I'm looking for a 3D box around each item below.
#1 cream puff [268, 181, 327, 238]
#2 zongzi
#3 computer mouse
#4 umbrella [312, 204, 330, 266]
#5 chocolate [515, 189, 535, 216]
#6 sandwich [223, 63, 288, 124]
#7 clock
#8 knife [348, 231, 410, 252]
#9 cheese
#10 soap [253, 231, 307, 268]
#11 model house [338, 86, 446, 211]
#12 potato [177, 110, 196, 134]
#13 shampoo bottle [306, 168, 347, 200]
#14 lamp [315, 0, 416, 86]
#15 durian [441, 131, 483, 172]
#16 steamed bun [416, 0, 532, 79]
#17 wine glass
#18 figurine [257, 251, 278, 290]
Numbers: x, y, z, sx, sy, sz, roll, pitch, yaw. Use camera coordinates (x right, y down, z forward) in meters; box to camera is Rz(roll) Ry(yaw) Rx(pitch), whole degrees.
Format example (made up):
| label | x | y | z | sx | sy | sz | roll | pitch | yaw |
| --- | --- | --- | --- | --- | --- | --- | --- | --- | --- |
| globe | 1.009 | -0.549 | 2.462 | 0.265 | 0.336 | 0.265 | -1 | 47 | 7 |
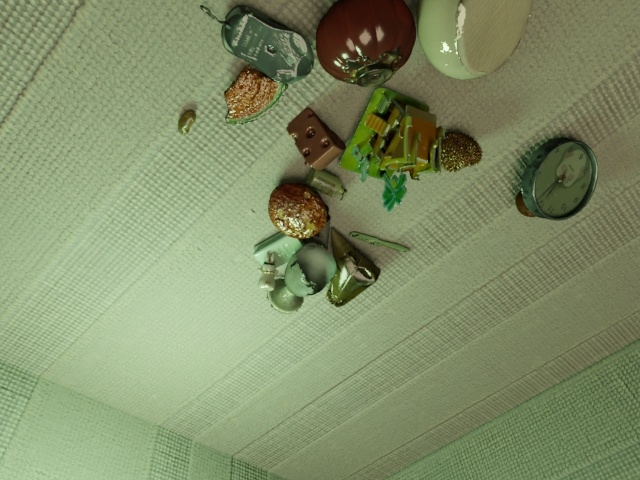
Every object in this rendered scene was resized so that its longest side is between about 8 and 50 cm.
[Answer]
| label | x | y | z | sx | sy | sz | roll | pitch | yaw |
| --- | --- | --- | --- | --- | --- | --- | --- | --- | --- |
| cream puff | -0.088 | -0.104 | 1.813 | 0.239 | 0.164 | 0.240 | 9 | 127 | 12 |
| zongzi | 0.070 | 0.123 | 2.067 | 0.300 | 0.145 | 0.273 | 43 | 120 | -11 |
| computer mouse | -0.192 | -0.629 | 1.490 | 0.379 | 0.090 | 0.167 | 26 | 121 | -17 |
| umbrella | 0.000 | 0.000 | 1.983 | 0.067 | 0.073 | 0.338 | 3 | 126 | -3 |
| chocolate | 0.843 | -0.161 | 1.920 | 0.127 | 0.124 | 0.133 | -2 | 139 | 41 |
| sandwich | -0.231 | -0.478 | 1.601 | 0.159 | 0.079 | 0.235 | 37 | 115 | -24 |
| clock | 0.922 | -0.231 | 1.846 | 0.318 | 0.066 | 0.319 | -6 | 108 | -17 |
| knife | 0.256 | 0.012 | 2.054 | 0.292 | 0.020 | 0.043 | 17 | 124 | -17 |
| cheese | 0.001 | -0.337 | 1.717 | 0.128 | 0.203 | 0.177 | -40 | 152 | 17 |
| soap | -0.166 | 0.036 | 1.996 | 0.197 | 0.067 | 0.119 | -28 | 123 | 14 |
| model house | 0.249 | -0.282 | 1.645 | 0.242 | 0.313 | 0.358 | 15 | 124 | -23 |
| potato | -0.462 | -0.405 | 1.650 | 0.046 | 0.045 | 0.092 | -2 | 140 | -52 |
| shampoo bottle | 0.031 | -0.214 | 1.824 | 0.161 | 0.079 | 0.079 | 24 | 121 | -22 |
| lamp | 0.133 | -0.598 | 1.431 | 0.302 | 0.257 | 0.303 | -12 | 171 | -2 |
| durian | 0.494 | -0.323 | 1.742 | 0.158 | 0.168 | 0.137 | -25 | 154 | -36 |
| steamed bun | 0.429 | -0.669 | 1.406 | 0.374 | 0.241 | 0.375 | -24 | 129 | -33 |
| wine glass | -0.080 | 0.160 | 1.972 | 0.190 | 0.191 | 0.357 | 21 | 144 | -20 |
| figurine | -0.224 | 0.130 | 1.966 | 0.081 | 0.146 | 0.098 | 13 | 158 | -30 |
